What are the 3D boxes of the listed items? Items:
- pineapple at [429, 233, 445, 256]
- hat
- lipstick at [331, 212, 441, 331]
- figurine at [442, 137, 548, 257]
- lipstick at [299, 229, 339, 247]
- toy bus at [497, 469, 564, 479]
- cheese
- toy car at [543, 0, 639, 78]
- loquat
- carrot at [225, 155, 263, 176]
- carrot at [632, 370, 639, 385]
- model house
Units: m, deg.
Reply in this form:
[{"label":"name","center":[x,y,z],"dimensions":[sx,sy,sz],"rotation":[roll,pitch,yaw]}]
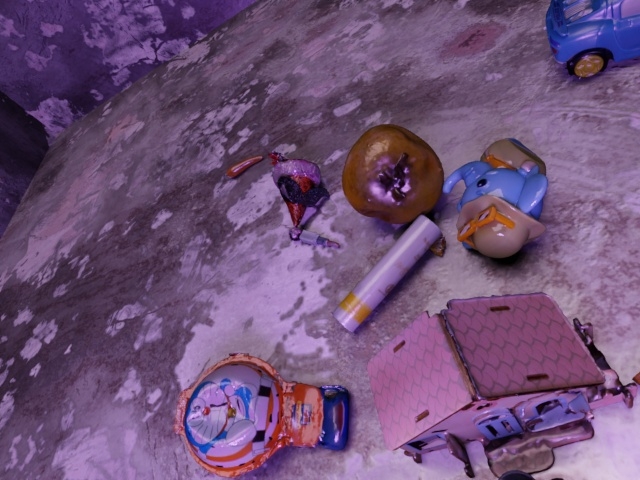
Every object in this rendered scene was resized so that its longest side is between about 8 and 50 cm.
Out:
[{"label":"pineapple","center":[0.226,-0.002,0.860],"dimensions":[0.045,0.019,0.083],"rotation":[-45,41,0]},{"label":"hat","center":[-0.067,-0.107,1.082],"dimensions":[0.129,0.140,0.227],"rotation":[-18,61,36]},{"label":"lipstick","center":[0.130,0.063,0.833],"dimensions":[0.264,0.059,0.059],"rotation":[-48,44,1]},{"label":"figurine","center":[0.325,-0.080,0.782],"dimensions":[0.180,0.153,0.262],"rotation":[-22,29,31]},{"label":"lipstick","center":[0.000,0.000,1.012],"dimensions":[0.107,0.025,0.025],"rotation":[14,66,34]},{"label":"toy bus","center":[0.159,0.400,0.500],"dimensions":[0.329,0.143,0.153],"rotation":[-28,69,12]},{"label":"cheese","center":[-0.111,0.313,0.774],"dimensions":[0.330,0.129,0.216],"rotation":[-1,60,12]},{"label":"toy car","center":[0.622,-0.465,0.848],"dimensions":[0.314,0.166,0.198],"rotation":[-6,57,30]},{"label":"loquat","center":[0.148,-0.128,0.886],"dimensions":[0.213,0.213,0.213],"rotation":[-19,48,22]},{"label":"carrot","center":[-0.248,-0.241,1.368],"dimensions":[0.142,0.035,0.035],"rotation":[-28,45,8]},{"label":"carrot","center":[0.479,0.222,0.487],"dimensions":[0.061,0.061,0.209],"rotation":[-40,48,2]},{"label":"model house","center":[0.223,0.189,0.555],"dimensions":[0.326,0.244,0.169],"rotation":[-24,44,16]}]
